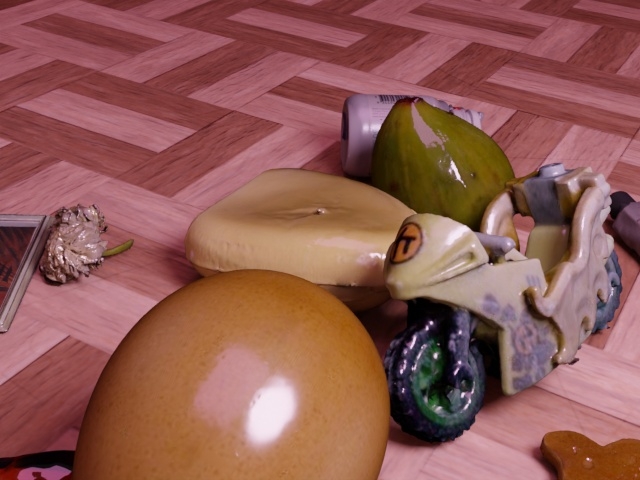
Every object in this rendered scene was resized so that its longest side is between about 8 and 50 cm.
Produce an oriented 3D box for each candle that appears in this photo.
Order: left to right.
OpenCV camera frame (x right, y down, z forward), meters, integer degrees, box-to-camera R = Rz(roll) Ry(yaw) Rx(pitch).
[{"bbox_3d":[-0.345,0.225,0.790,0.302,0.059,0.084,3,20,-4],"label":"candle"}]

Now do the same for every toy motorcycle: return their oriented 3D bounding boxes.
[{"bbox_3d":[0.211,0.050,0.977,0.410,0.236,0.169,-23,15,-37],"label":"toy motorcycle"}]

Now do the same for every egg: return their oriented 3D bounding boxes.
[{"bbox_3d":[-0.074,0.167,0.727,0.250,0.250,0.322,14,38,16],"label":"egg"}]

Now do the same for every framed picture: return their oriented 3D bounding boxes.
[{"bbox_3d":[-0.481,0.032,1.124,0.217,0.016,0.273,1,32,-4],"label":"framed picture"}]

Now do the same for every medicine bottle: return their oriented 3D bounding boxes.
[{"bbox_3d":[0.146,-0.168,1.396,0.216,0.135,0.135,1,32,-5],"label":"medicine bottle"}]

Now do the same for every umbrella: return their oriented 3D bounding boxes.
[{"bbox_3d":[0.494,0.025,1.184,0.073,0.067,0.337,6,29,-21],"label":"umbrella"}]

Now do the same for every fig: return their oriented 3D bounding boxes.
[{"bbox_3d":[0.169,-0.100,1.210,0.203,0.225,0.203,-15,24,7],"label":"fig"}]

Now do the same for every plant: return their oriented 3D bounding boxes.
[{"bbox_3d":[-0.309,0.012,1.143,0.122,0.104,0.116,20,61,-34],"label":"plant"}]

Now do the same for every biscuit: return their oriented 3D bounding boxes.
[{"bbox_3d":[0.269,0.264,0.811,0.138,0.031,0.205,6,32,5],"label":"biscuit"}]

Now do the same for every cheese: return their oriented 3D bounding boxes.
[{"bbox_3d":[0.000,0.000,1.106,0.316,0.128,0.259,19,41,31],"label":"cheese"}]

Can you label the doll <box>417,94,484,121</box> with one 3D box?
[{"bbox_3d":[0.210,-0.223,1.558,0.180,0.079,0.094,-2,3,-21],"label":"doll"}]
